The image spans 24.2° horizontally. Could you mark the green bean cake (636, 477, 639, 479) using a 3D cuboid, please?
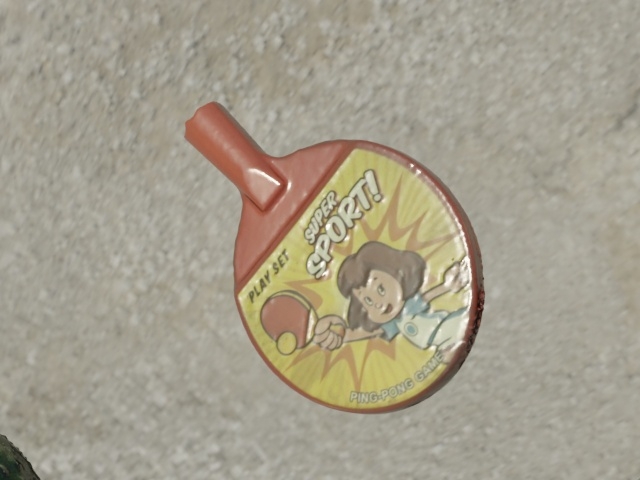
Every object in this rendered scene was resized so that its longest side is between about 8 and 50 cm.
[{"bbox_3d":[0.469,0.345,1.709,0.107,0.208,0.193,-45,103,-9],"label":"green bean cake"}]

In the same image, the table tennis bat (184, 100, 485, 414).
[{"bbox_3d":[0.000,0.000,1.551,0.415,0.268,0.051,46,16,26],"label":"table tennis bat"}]

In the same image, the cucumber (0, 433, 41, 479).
[{"bbox_3d":[-0.201,0.233,1.050,0.067,0.067,0.245,-22,110,-27],"label":"cucumber"}]
